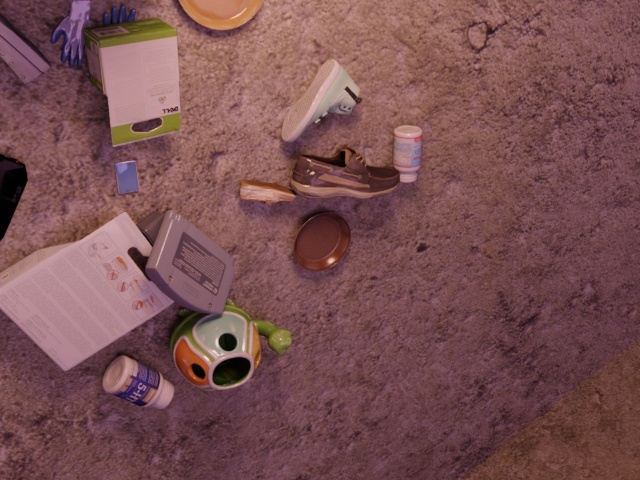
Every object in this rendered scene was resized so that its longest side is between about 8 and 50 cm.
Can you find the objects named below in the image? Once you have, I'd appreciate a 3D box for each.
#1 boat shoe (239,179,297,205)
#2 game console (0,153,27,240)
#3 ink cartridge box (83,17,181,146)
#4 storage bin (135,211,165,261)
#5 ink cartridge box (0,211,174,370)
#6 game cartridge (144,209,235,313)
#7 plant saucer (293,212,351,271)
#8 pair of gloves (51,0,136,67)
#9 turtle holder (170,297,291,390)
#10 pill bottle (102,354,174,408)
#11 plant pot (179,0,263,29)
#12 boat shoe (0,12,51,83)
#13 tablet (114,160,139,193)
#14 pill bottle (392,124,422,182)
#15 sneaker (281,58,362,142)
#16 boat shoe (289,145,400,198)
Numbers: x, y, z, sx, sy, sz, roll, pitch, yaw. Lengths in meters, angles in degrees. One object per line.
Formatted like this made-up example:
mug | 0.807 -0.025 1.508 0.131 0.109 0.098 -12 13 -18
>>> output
boat shoe | -0.150 -0.129 1.887 0.170 0.063 0.059 10 112 -23
game console | -0.864 -0.132 1.489 0.361 0.044 0.213 20 103 -35
ink cartridge box | -0.433 -0.369 1.561 0.188 0.097 0.255 -21 132 -32
storage bin | -0.438 -0.009 1.772 0.091 0.098 0.135 -50 133 -34
ink cartridge box | -0.595 0.123 1.730 0.385 0.091 0.308 -33 125 -7
game cartridge | -0.345 0.076 1.791 0.297 0.062 0.198 46 54 -49
plant saucer | 0.000 0.000 2.050 0.198 0.036 0.199 -14 121 -24
pair of gloves | -0.510 -0.468 1.530 0.198 0.023 0.159 1 113 -31
turtle holder | -0.267 0.325 1.945 0.320 0.227 0.243 20 103 -35
pill bottle | -0.519 0.415 1.922 0.186 0.112 0.112 37 93 -37
plant pot | -0.240 -0.628 1.595 0.236 0.032 0.236 -13 121 -24
boat shoe | -0.685 -0.427 1.395 0.084 0.095 0.258 -40 135 1
tablet | -0.494 -0.162 1.705 0.054 0.006 0.083 -12 119 -24
pill bottle | 0.264 -0.263 2.032 0.087 0.087 0.160 -15 121 -22
sneaker | 0.011 -0.351 1.841 0.151 0.094 0.256 32 97 -40
boat shoe | 0.084 -0.199 1.936 0.355 0.132 0.130 -6 117 -28
